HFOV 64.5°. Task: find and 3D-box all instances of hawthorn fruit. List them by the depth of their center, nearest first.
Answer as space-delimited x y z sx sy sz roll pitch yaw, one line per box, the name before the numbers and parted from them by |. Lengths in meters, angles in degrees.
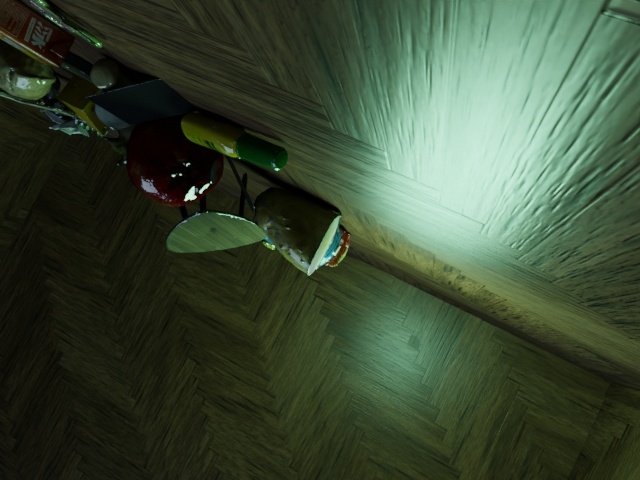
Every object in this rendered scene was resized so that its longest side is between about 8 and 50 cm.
hawthorn fruit | -0.363 -0.219 1.241 0.230 0.210 0.266 0 -140 -36

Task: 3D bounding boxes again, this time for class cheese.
cheese | -0.672 -0.391 1.519 0.126 0.093 0.171 26 165 22

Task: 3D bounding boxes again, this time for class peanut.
peanut | -0.855 -0.479 1.391 0.340 0.158 0.174 20 157 12

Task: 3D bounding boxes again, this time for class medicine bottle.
medicine bottle | -0.178 -0.205 1.050 0.260 0.064 0.095 24 178 29

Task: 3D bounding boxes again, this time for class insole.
insole | -0.824 -0.388 1.433 0.248 0.011 0.081 11 -173 -41

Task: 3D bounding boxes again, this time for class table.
table | -0.367 -0.124 1.617 0.317 0.249 0.317 -9 160 -3

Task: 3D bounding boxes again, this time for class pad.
pad | -0.371 -0.286 1.063 0.190 0.004 0.127 -6 163 22
pad | -0.227 -0.171 1.409 0.202 0.005 0.300 65 173 -3

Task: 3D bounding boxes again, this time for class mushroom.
mushroom | -0.447 -0.323 1.136 0.118 0.103 0.270 19 168 -20

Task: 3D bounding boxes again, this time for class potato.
potato | -0.087 -0.053 1.565 0.266 0.229 0.229 33 178 10

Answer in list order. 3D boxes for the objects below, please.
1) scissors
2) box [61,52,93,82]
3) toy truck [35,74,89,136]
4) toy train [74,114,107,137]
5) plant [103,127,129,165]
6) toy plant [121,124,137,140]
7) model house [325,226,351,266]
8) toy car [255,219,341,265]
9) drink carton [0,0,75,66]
scissors | -0.454 -0.384 0.824 0.133 0.020 0.187 30 179 23
box | -0.596 -0.424 1.204 0.126 0.031 0.091 27 177 -7
toy truck | -0.882 -0.454 1.666 0.286 0.111 0.136 59 175 -6
toy train | -0.722 -0.407 1.644 0.081 0.125 0.194 29 179 -8
plant | -0.539 -0.350 1.675 0.251 0.180 0.333 21 -150 -8
toy plant | -0.452 -0.303 1.421 0.200 0.105 0.143 9 159 7
model house | 0.000 0.000 1.968 0.196 0.160 0.254 25 177 15
toy car | -0.076 -0.041 1.746 0.314 0.198 0.166 27 165 25
drink carton | -0.590 -0.417 0.943 0.096 0.071 0.223 22 174 40
